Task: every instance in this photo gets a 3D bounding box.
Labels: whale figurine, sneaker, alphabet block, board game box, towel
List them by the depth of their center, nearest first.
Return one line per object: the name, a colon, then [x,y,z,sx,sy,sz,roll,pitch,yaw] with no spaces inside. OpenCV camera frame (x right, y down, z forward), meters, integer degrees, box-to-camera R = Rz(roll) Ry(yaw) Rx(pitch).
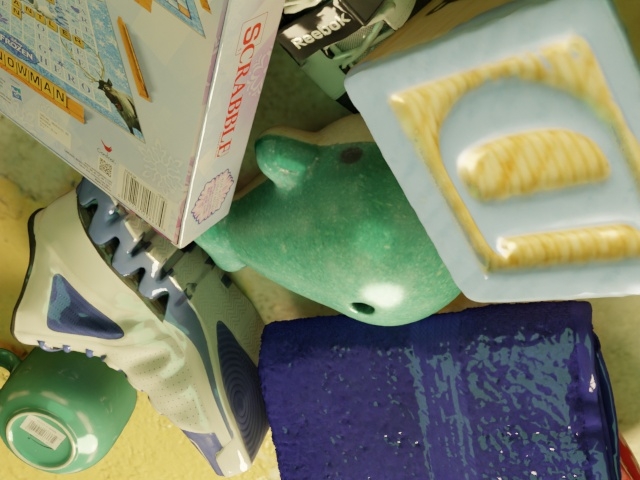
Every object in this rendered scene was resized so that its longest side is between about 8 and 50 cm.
alphabet block: [0.172,-0.094,0.522,0.192,0.197,0.193,-7,121,47]
board game box: [-0.170,-0.201,0.543,0.318,0.066,0.318,36,136,14]
sneaker: [-0.009,-0.186,0.578,0.122,0.146,0.330,-38,106,23]
whale figurine: [0.000,0.000,0.659,0.272,0.141,0.216,-6,144,25]
towel: [0.104,0.167,0.715,0.308,0.076,0.228,-6,99,23]
sneaker: [-0.179,0.078,0.763,0.182,0.127,0.316,-21,104,24]

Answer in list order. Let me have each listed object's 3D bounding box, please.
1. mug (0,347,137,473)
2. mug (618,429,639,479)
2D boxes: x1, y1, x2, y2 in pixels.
mug: [-0.284,0.180,0.837,0.157,0.097,0.130,-5,115,13]
mug: [0.208,0.231,0.764,0.169,0.113,0.150,-32,117,20]
